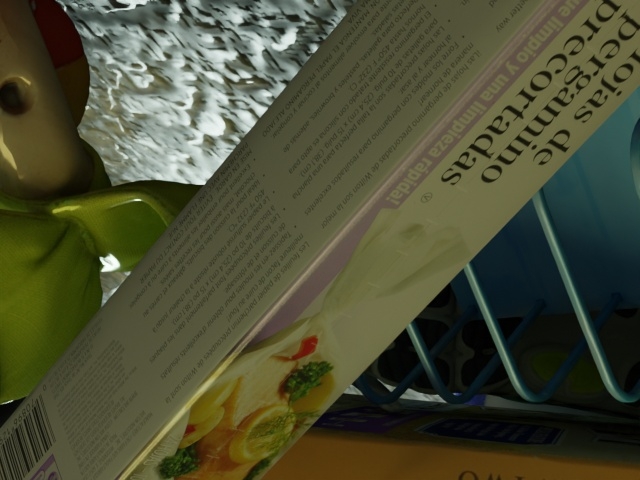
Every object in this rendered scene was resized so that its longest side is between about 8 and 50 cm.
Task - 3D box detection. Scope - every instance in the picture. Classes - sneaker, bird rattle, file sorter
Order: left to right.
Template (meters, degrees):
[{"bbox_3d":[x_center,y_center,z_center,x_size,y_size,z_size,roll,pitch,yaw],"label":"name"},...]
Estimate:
[{"bbox_3d":[-0.137,-0.067,0.466,0.254,0.143,0.207,63,165,-21],"label":"bird rattle"},{"bbox_3d":[0.097,0.049,0.638,0.275,0.107,0.110,17,164,0],"label":"sneaker"},{"bbox_3d":[0.089,-0.001,0.475,0.170,0.104,0.118,-8,114,42],"label":"file sorter"}]

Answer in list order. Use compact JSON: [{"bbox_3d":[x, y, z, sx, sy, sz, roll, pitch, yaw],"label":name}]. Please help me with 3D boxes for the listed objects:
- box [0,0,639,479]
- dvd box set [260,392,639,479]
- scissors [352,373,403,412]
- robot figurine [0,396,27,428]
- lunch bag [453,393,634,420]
[{"bbox_3d":[0.000,0.000,0.393,0.063,0.067,0.324,22,117,-46],"label":"box"},{"bbox_3d":[0.149,0.123,0.577,0.420,0.062,0.307,3,176,14],"label":"dvd box set"},{"bbox_3d":[0.023,0.075,0.695,0.109,0.021,0.297,28,176,-23],"label":"scissors"},{"bbox_3d":[-0.281,0.117,0.931,0.209,0.173,0.278,36,159,15],"label":"robot figurine"},{"bbox_3d":[0.215,0.300,0.810,0.385,0.328,0.239,32,146,-27],"label":"lunch bag"}]
